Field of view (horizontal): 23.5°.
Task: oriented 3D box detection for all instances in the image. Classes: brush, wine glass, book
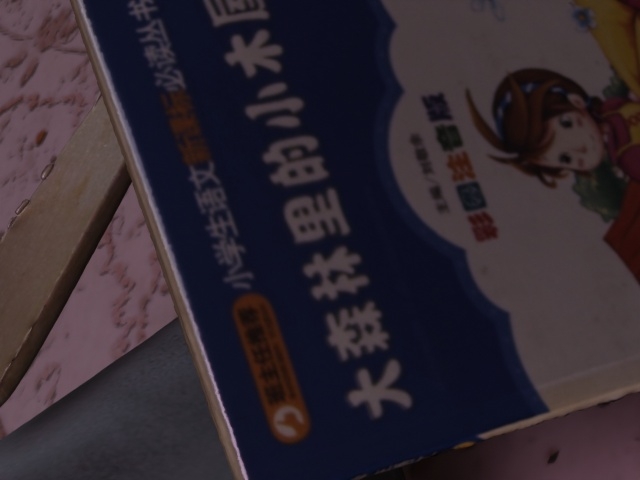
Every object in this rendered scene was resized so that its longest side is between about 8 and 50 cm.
[{"bbox_3d":[-0.076,-0.066,0.667,0.085,0.020,0.336,16,67,34],"label":"brush"},{"bbox_3d":[0.000,0.000,0.751,0.267,0.267,0.406,1,60,38],"label":"wine glass"},{"bbox_3d":[0.078,-0.037,0.648,0.228,0.323,0.018,69,155,15],"label":"book"}]
